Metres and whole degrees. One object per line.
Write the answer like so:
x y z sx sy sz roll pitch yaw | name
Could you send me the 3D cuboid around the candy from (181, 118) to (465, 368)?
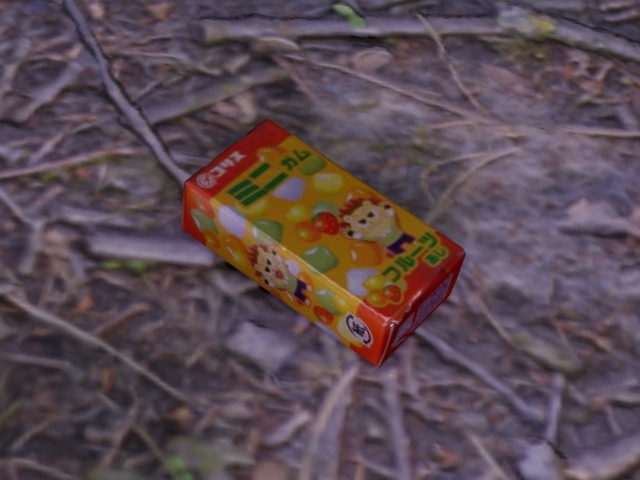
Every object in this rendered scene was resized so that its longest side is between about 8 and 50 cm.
0.000 0.000 0.652 0.122 0.038 0.062 34 53 19 | candy
